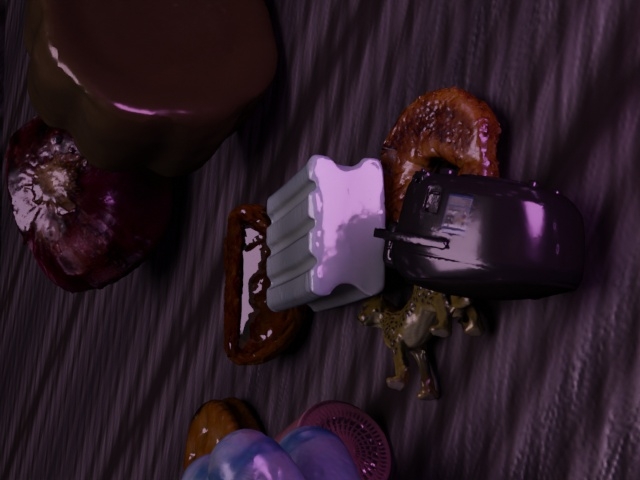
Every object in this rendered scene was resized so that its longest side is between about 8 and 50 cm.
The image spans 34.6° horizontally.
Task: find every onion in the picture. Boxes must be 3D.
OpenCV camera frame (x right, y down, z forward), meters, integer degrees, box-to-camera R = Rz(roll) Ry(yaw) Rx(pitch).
[{"bbox_3d":[-0.392,-0.087,1.849,0.282,0.260,0.336,55,-164,-71],"label":"onion"}]

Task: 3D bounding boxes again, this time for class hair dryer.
[{"bbox_3d":[0.015,0.390,1.213,0.210,0.125,0.352,-48,52,47],"label":"hair dryer"}]

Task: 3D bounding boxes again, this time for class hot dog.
[{"bbox_3d":[-0.085,0.064,1.441,0.160,0.099,0.226,20,103,60],"label":"hot dog"}]

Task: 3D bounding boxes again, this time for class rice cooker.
[{"bbox_3d":[0.153,-0.002,0.981,0.203,0.142,0.118,10,90,33],"label":"rice cooker"}]

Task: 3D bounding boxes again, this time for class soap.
[{"bbox_3d":[0.000,0.000,1.247,0.265,0.088,0.159,149,121,-74],"label":"soap"}]

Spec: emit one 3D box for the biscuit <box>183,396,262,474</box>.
[{"bbox_3d":[-0.150,0.344,1.541,0.220,0.066,0.220,-18,69,58],"label":"biscuit"}]

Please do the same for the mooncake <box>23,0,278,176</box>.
[{"bbox_3d":[-0.264,-0.280,1.553,0.201,0.379,0.378,130,136,-52],"label":"mooncake"}]

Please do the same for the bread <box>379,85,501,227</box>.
[{"bbox_3d":[0.132,-0.072,1.129,0.193,0.064,0.193,-11,77,53],"label":"bread"}]

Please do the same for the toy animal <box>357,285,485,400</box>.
[{"bbox_3d":[0.113,0.076,1.128,0.136,0.073,0.181,-103,30,-41],"label":"toy animal"}]

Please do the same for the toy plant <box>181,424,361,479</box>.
[{"bbox_3d":[-0.012,0.306,1.027,0.332,0.247,0.247,17,101,31],"label":"toy plant"}]
